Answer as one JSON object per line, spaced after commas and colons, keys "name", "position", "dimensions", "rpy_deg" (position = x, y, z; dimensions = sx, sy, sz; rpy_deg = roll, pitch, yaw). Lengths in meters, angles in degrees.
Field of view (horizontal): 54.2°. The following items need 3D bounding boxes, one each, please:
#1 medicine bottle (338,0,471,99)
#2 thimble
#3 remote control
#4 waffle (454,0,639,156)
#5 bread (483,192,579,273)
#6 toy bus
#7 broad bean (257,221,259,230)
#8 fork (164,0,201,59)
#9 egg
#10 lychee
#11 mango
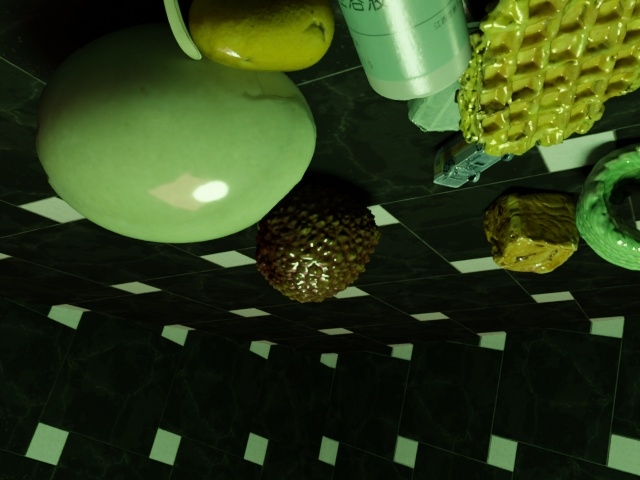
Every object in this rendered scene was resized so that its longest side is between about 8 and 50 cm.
{"name": "medicine bottle", "position": [0.043, -0.284, 0.524], "dimensions": [0.110, 0.110, 0.352], "rpy_deg": [-7, 140, 21]}
{"name": "thimble", "position": [0.566, -0.061, 1.095], "dimensions": [0.219, 0.219, 0.150], "rpy_deg": [-4, 164, 14]}
{"name": "remote control", "position": [0.192, -0.220, 0.880], "dimensions": [0.104, 0.052, 0.247], "rpy_deg": [4, 164, -5]}
{"name": "waffle", "position": [0.288, -0.214, 0.769], "dimensions": [0.307, 0.060, 0.312], "rpy_deg": [2, 143, -29]}
{"name": "bread", "position": [0.439, -0.022, 1.308], "dimensions": [0.158, 0.143, 0.149], "rpy_deg": [5, 154, -12]}
{"name": "toy bus", "position": [0.258, -0.153, 1.031], "dimensions": [0.064, 0.075, 0.190], "rpy_deg": [8, 159, -24]}
{"name": "broad bean", "position": [-0.070, -0.020, 1.448], "dimensions": [0.124, 0.082, 0.174], "rpy_deg": [-16, 145, 39]}
{"name": "fork", "position": [-0.158, -0.282, 0.614], "dimensions": [0.034, 0.028, 0.219], "rpy_deg": [0, 129, 26]}
{"name": "egg", "position": [-0.169, -0.133, 0.800], "dimensions": [0.336, 0.278, 0.278], "rpy_deg": [5, 162, 8]}
{"name": "lychee", "position": [0.000, 0.000, 1.270], "dimensions": [0.271, 0.271, 0.271], "rpy_deg": [1, 161, 0]}
{"name": "mango", "position": [-0.061, -0.236, 0.668], "dimensions": [0.137, 0.195, 0.098], "rpy_deg": [33, 126, 4]}
